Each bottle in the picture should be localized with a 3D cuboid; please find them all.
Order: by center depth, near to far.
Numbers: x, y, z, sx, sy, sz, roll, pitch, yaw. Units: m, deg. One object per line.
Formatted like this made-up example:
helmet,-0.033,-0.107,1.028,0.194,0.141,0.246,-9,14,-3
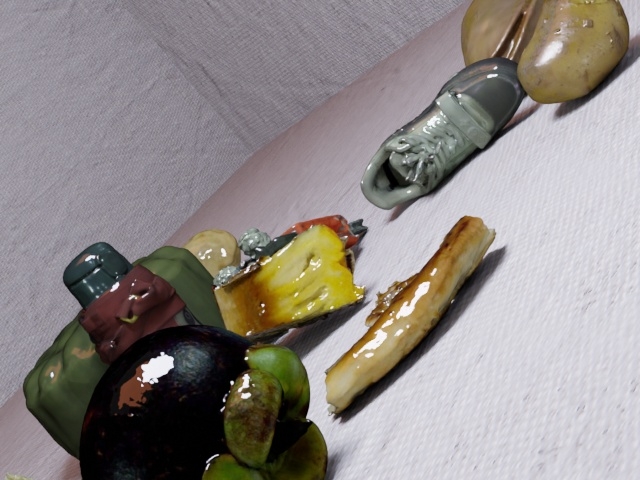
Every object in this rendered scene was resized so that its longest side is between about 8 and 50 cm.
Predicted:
bottle,-0.240,0.121,1.723,0.156,0.271,0.143,-32,14,44

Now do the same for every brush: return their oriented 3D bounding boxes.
brush,0.000,0.001,1.802,0.070,0.051,0.323,-42,-10,25

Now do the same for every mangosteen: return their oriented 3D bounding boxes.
mangosteen,-0.108,0.188,1.165,0.243,0.243,0.243,-40,10,8

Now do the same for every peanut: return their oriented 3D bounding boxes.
peanut,-0.282,0.089,2.438,0.319,0.147,0.147,-41,9,18

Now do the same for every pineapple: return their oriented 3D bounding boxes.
pineapple,-0.059,0.076,1.615,0.236,0.114,0.186,-35,-16,31

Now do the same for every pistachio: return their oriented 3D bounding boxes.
pistachio,0.302,-0.326,1.963,0.260,0.163,0.213,-69,-4,-66

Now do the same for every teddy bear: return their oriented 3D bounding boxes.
teddy bear,-0.085,0.089,1.836,0.133,0.111,0.213,-57,24,25

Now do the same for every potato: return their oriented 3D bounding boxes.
potato,0.331,-0.253,1.643,0.176,0.137,0.137,-63,11,-2

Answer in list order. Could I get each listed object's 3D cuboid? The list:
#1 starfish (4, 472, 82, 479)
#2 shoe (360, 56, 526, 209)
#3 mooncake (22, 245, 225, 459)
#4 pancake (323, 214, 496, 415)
starfish,-0.318,0.347,1.538,0.347,0.078,0.358,-48,25,-1
shoe,0.172,-0.138,1.807,0.293,0.109,0.149,-37,14,39
mooncake,-0.298,0.173,1.971,0.356,0.194,0.356,-39,9,7
pancake,0.078,0.071,1.360,0.266,0.057,0.244,-43,9,-6
